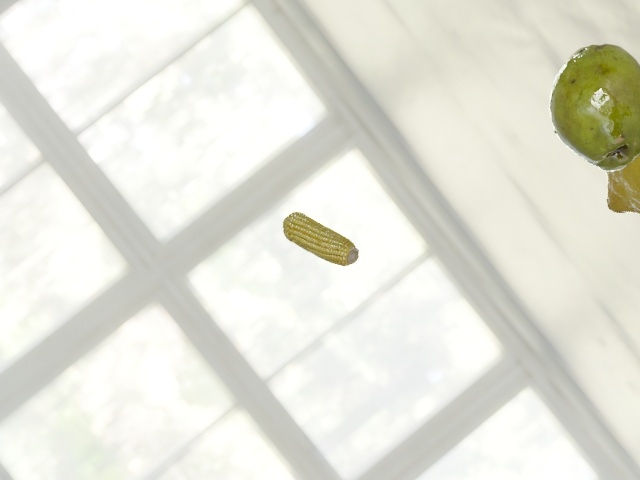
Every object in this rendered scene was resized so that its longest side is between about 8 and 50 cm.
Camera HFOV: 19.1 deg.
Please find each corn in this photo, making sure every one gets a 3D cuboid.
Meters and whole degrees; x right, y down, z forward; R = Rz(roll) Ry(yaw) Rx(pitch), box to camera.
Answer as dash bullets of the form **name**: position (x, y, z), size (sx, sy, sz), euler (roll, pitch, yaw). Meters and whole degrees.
- **corn**: position (0.000, 0.000, 2.042), size (0.092, 0.037, 0.037), euler (27, -19, 27)

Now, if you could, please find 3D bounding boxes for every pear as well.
- **pear**: position (0.279, -0.134, 1.877), size (0.107, 0.107, 0.131), euler (67, 9, -64)

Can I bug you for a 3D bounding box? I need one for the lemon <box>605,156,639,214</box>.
- **lemon**: position (0.416, -0.124, 2.121), size (0.188, 0.256, 0.188), euler (42, 6, -5)
